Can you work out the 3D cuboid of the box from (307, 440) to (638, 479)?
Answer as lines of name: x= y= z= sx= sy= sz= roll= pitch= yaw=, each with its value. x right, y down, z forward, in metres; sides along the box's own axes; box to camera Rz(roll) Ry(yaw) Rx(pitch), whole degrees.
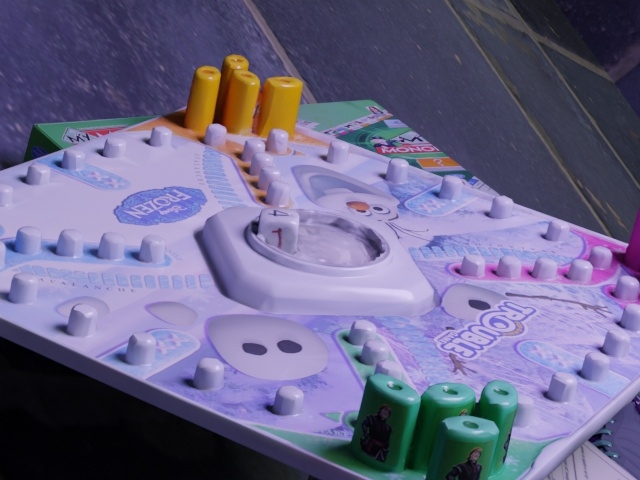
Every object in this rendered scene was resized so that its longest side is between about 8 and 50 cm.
box: x=0.113 y=0.186 z=1.012 sx=0.232 sy=0.127 sz=0.148 roll=38 pitch=20 yaw=-10

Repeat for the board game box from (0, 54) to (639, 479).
board game box: x=0.000 y=0.000 z=1.050 sx=0.390 sy=0.050 sz=0.390 roll=21 pitch=24 yaw=24

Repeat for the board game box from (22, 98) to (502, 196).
board game box: x=-0.012 y=-0.019 z=1.255 sx=0.317 sy=0.046 sz=0.213 roll=-8 pitch=37 yaw=-44

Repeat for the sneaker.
sneaker: x=0.268 y=0.204 z=1.710 sx=0.098 sy=0.083 sz=0.224 roll=27 pitch=30 yaw=-41
